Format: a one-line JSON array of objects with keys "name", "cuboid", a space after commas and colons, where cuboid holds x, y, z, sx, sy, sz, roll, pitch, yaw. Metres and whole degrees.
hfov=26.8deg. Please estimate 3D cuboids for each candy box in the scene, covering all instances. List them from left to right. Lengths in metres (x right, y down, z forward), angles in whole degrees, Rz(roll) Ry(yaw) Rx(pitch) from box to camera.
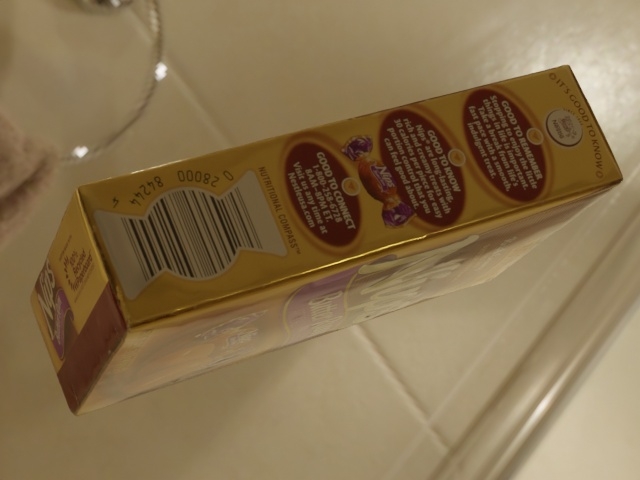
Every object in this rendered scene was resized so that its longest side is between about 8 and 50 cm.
[{"name": "candy box", "cuboid": [0.000, 0.000, 0.477, 0.053, 0.187, 0.109, 66, -25, 12]}]
